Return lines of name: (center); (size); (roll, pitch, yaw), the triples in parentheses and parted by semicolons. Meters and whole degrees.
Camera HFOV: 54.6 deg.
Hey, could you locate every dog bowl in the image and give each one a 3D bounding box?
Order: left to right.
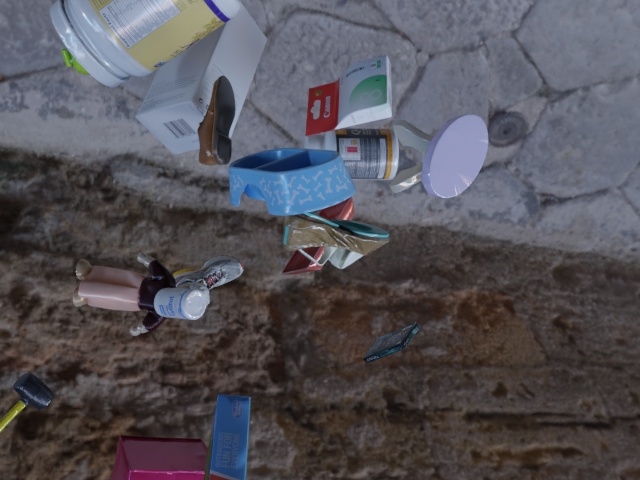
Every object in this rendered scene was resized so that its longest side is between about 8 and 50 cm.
dog bowl: (-0.063, -0.116, 1.140); (0.166, 0.297, 0.074); (-24, 112, -30)

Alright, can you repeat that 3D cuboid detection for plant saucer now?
plant saucer: (0.000, 0.000, 1.885); (0.048, 0.259, 0.258); (36, 163, -13)

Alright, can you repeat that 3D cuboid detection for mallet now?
mallet: (-0.521, 0.293, 0.992); (0.039, 0.190, 0.062); (-3, 122, 47)

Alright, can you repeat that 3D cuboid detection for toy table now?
toy table: (0.314, -0.222, 1.672); (0.274, 0.161, 0.252); (-38, 115, -33)

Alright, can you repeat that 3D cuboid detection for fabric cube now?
fabric cube: (-0.447, 0.716, 1.727); (0.259, 0.254, 0.258); (11, 91, -23)

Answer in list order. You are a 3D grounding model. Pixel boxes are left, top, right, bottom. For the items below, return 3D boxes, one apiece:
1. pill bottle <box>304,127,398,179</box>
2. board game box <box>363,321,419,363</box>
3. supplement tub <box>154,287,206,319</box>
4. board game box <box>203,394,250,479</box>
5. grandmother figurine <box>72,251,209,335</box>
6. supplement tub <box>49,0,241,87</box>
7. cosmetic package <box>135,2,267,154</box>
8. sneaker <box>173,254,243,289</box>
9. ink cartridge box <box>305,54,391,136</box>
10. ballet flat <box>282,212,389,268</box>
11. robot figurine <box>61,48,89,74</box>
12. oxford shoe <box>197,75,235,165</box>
pill bottle: (0.092, -0.268, 1.926); (0.279, 0.162, 0.162); (0, 137, -7)
board game box: (0.238, 0.345, 2.088); (0.186, 0.126, 0.026); (-32, 97, 44)
supplement tub: (-0.321, 0.144, 1.421); (0.107, 0.071, 0.071); (-2, 148, 36)
board game box: (-0.193, 0.481, 1.208); (0.064, 0.242, 0.316); (7, 138, -9)
grandmother figurine: (-0.443, 0.137, 1.556); (0.343, 0.104, 0.207); (4, 95, 9)
supplement tub: (-0.361, -0.495, 1.293); (0.331, 0.241, 0.241); (-30, 136, 11)
cosmetic package: (-0.291, -0.416, 1.563); (0.197, 0.365, 0.155); (-5, 144, 33)
sneaker: (-0.324, 0.116, 1.768); (0.225, 0.092, 0.088); (-22, 120, 3)
ink cartridge box: (0.064, -0.360, 1.538); (0.225, 0.180, 0.056); (-8, 144, 16)
ballet flat: (0.032, 0.004, 1.500); (0.342, 0.116, 0.124); (10, 105, -49)
robot figurine: (-0.588, -0.464, 1.550); (0.101, 0.115, 0.067); (-14, 157, -8)
oxford shoe: (-0.237, -0.267, 1.370); (0.076, 0.212, 0.076); (-4, 161, 26)
